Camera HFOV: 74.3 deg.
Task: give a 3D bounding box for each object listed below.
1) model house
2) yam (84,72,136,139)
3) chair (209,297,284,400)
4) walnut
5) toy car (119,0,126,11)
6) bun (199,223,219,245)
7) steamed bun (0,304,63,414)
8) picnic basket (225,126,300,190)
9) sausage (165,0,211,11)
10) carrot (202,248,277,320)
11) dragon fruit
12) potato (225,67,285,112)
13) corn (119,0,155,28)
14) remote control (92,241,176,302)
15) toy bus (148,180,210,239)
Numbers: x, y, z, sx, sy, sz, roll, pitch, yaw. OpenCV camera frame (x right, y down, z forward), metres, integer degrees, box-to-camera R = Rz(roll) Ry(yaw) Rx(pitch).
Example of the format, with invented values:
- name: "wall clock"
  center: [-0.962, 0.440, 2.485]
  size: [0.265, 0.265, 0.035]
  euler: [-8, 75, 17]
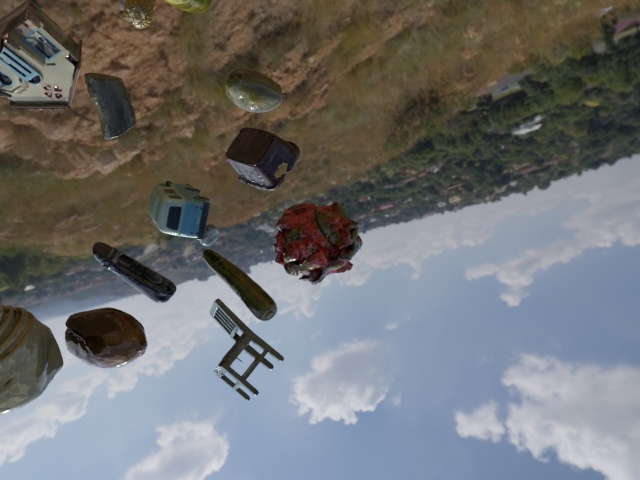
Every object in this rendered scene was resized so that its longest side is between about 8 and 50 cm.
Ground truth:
- name: "model house"
  center: [-0.823, -0.481, 1.199]
  size: [0.325, 0.169, 0.244]
  euler: [-23, 153, 12]
- name: "yam"
  center: [-0.844, -0.547, 1.715]
  size: [0.153, 0.255, 0.154]
  euler: [-2, -152, 1]
- name: "chair"
  center: [-0.261, 0.326, 1.246]
  size: [0.147, 0.270, 0.136]
  euler: [-48, 179, -34]
- name: "walnut"
  center: [-0.505, 0.226, 0.985]
  size: [0.245, 0.137, 0.137]
  euler: [5, -173, 19]
- name: "toy car"
  center: [-0.752, -0.953, 1.690]
  size: [0.112, 0.139, 0.112]
  euler: [8, -118, 46]
- name: "bun"
  center: [-0.390, -0.020, 1.467]
  size: [0.083, 0.045, 0.083]
  euler: [-41, 155, -24]
- name: "steamed bun"
  center: [-0.675, 0.211, 0.785]
  size: [0.288, 0.204, 0.276]
  euler: [-1, -166, -10]
- name: "picnic basket"
  center: [-0.237, -0.320, 1.592]
  size: [0.296, 0.223, 0.129]
  euler: [25, 172, 46]
- name: "sausage"
  center: [-0.438, -0.812, 1.363]
  size: [0.123, 0.123, 0.347]
  euler: [-16, -161, 8]
- name: "carrot"
  center: [-0.259, 0.121, 1.297]
  size: [0.074, 0.074, 0.358]
  euler: [-16, -138, -43]
- name: "dragon fruit"
  center: [-0.009, 0.004, 1.254]
  size: [0.237, 0.231, 0.302]
  euler: [-14, -165, -42]
- name: "potato"
  center: [-0.272, -0.622, 1.769]
  size: [0.251, 0.159, 0.174]
  euler: [6, 179, -15]
- name: "corn"
  center: [-0.655, -0.855, 1.541]
  size: [0.106, 0.106, 0.293]
  euler: [-16, -137, 0]
- name: "remote control"
  center: [-0.556, 0.100, 1.250]
  size: [0.066, 0.265, 0.090]
  euler: [-51, -160, 6]
- name: "toy bus"
  center: [-0.477, -0.109, 1.396]
  size: [0.164, 0.133, 0.271]
  euler: [6, -164, -32]
